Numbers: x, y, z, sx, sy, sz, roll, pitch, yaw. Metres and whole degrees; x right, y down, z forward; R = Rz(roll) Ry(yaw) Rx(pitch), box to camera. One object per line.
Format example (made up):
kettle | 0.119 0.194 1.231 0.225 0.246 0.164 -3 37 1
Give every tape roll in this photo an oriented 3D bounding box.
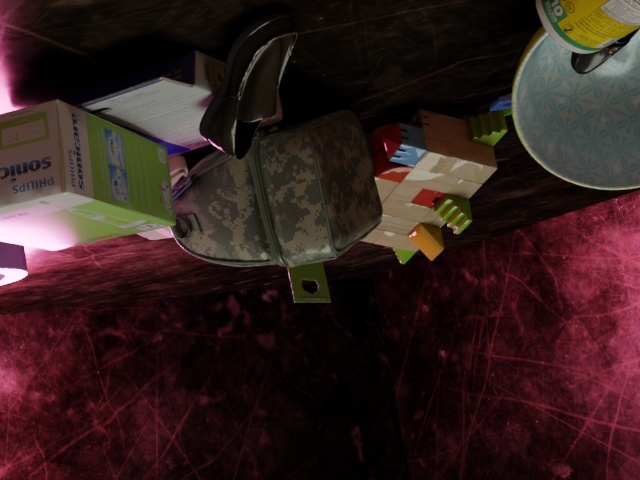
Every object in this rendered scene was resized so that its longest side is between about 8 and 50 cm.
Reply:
tape roll | -0.763 0.046 2.089 0.274 0.090 0.275 -10 171 -2

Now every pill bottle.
pill bottle | 0.342 -0.296 1.090 0.117 0.118 0.208 -6 171 -26

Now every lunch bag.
lunch bag | -0.071 -0.074 1.539 0.256 0.213 0.305 -12 -170 20

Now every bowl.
bowl | 0.407 -0.229 1.364 0.289 0.289 0.156 -13 -148 18

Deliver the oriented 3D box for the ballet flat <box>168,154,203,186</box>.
ballet flat | -0.208 -0.107 1.750 0.342 0.116 0.124 -8 151 -18

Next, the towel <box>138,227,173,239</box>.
towel | -0.261 -0.059 2.117 0.324 0.038 0.248 -8 168 13

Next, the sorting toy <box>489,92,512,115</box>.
sorting toy | 0.448 -0.270 1.637 0.347 0.047 0.196 -11 176 7

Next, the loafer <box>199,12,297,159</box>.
loafer | -0.076 -0.186 1.228 0.080 0.078 0.220 -23 155 -40

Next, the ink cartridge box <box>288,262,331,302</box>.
ink cartridge box | 0.000 0.000 2.137 0.097 0.255 0.189 -14 171 24

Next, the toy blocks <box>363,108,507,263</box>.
toy blocks | 0.128 -0.113 1.802 0.260 0.191 0.381 12 143 -23

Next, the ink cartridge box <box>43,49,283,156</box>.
ink cartridge box | -0.254 -0.175 1.350 0.303 0.072 0.307 -13 168 24

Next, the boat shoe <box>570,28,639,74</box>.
boat shoe | 0.358 -0.256 1.230 0.049 0.042 0.133 30 127 -12

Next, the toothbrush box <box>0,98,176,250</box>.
toothbrush box | -0.346 -0.074 1.293 0.206 0.122 0.283 -11 171 18
